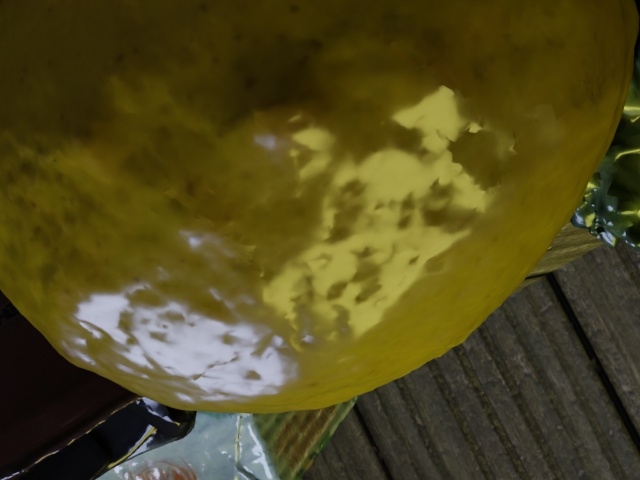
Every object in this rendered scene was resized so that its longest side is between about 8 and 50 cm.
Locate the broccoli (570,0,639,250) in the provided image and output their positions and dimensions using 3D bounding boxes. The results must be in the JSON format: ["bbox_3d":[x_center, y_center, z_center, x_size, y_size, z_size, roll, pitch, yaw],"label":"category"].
[{"bbox_3d":[0.262,-0.117,1.035,0.293,0.348,0.281,-23,161,-52],"label":"broccoli"}]

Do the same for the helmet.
[{"bbox_3d":[-0.212,0.092,1.285,0.271,0.197,0.338,-32,168,-18],"label":"helmet"}]

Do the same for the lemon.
[{"bbox_3d":[-0.011,-0.065,0.782,0.316,0.285,0.285,-3,179,21],"label":"lemon"}]

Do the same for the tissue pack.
[{"bbox_3d":[-0.092,0.149,1.721,0.228,0.128,0.311,-16,-162,27],"label":"tissue pack"}]
